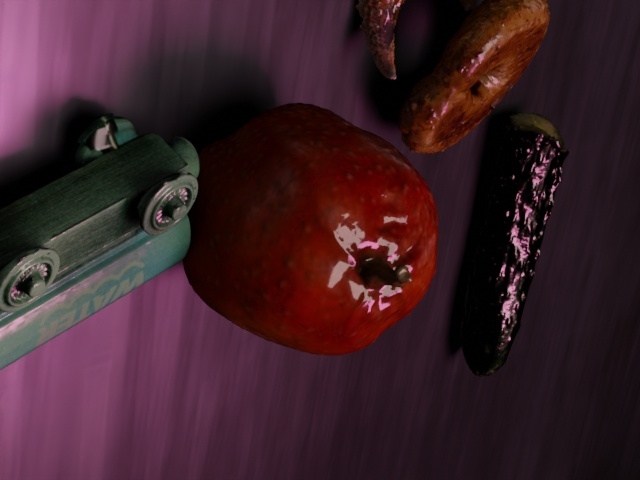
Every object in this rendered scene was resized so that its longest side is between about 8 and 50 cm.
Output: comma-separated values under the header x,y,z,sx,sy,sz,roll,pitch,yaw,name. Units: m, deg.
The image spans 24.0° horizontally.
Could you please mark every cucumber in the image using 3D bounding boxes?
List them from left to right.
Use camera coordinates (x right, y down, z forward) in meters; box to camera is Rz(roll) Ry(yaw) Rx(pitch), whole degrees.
x,y,z,sx,sy,sz,roll,pitch,yaw,name
0.203,0.009,1.638,0.072,0.081,0.303,8,116,-8,cucumber

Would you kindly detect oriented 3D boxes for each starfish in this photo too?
x,y,z,sx,sy,sz,roll,pitch,yaw,name
0.064,-0.257,1.307,0.238,0.071,0.216,14,105,-46,starfish

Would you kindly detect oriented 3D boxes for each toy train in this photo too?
x,y,z,sx,sy,sz,roll,pitch,yaw,name
-0.193,0.010,1.125,0.248,0.101,0.159,-31,149,-38,toy train

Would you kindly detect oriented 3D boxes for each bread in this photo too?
x,y,z,sx,sy,sz,roll,pitch,yaw,name
0.142,-0.163,1.416,0.193,0.064,0.193,-45,169,-12,bread

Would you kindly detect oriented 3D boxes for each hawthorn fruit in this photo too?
x,y,z,sx,sy,sz,roll,pitch,yaw,name
0.000,0.000,1.214,0.205,0.253,0.205,-12,117,-24,hawthorn fruit
